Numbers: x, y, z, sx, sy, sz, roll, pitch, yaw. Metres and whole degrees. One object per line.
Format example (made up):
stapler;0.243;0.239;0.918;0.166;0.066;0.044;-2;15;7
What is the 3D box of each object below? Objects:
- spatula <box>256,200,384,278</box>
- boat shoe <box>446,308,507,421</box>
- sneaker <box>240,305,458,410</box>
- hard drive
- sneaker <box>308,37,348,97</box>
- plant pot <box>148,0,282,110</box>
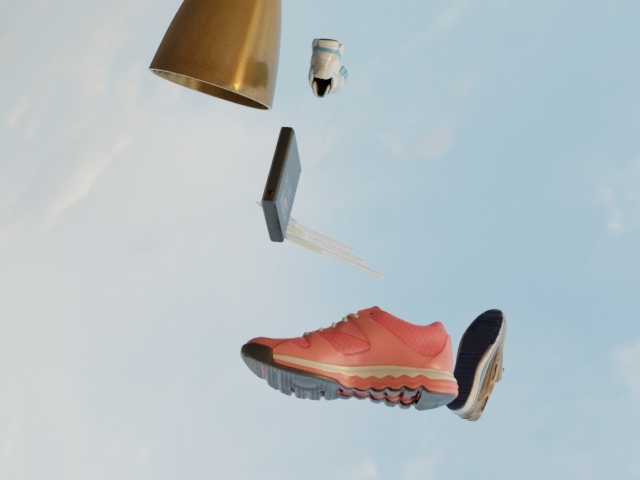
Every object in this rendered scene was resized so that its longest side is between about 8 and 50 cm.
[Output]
spatula;0.000;0.000;1.822;0.019;0.242;0.168;-61;-146;9
boat shoe;0.249;0.195;1.530;0.066;0.066;0.183;5;-120;48
sneaker;0.043;0.159;1.422;0.116;0.313;0.136;104;-7;-63
hard drive;-0.053;-0.079;1.376;0.022;0.094;0.135;5;-126;11
sneaker;0.005;-0.284;1.728;0.071;0.191;0.083;11;-100;7
plant pot;-0.168;-0.396;1.805;0.237;0.237;0.254;19;-87;57
